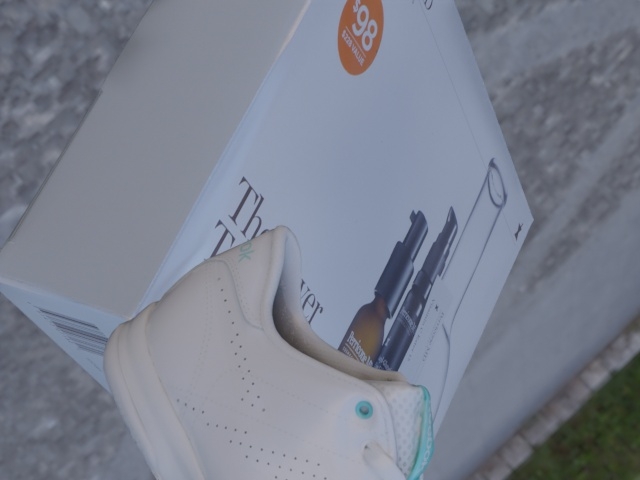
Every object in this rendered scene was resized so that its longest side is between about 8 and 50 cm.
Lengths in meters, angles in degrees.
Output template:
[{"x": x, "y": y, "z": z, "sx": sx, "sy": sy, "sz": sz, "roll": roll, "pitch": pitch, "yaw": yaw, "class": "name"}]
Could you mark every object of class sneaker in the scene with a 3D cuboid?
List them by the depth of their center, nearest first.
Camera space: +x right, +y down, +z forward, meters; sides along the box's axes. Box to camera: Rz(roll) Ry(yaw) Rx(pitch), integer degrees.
[{"x": 0.009, "y": 0.090, "z": 0.457, "sx": 0.094, "sy": 0.212, "sz": 0.080, "roll": -40, "pitch": 159, "yaw": 17, "class": "sneaker"}]

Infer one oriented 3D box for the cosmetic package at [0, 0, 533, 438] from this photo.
[{"x": 0.000, "y": 0.000, "z": 0.810, "sx": 0.284, "sy": 0.097, "sz": 0.377, "roll": -65, "pitch": 151, "yaw": -21, "class": "cosmetic package"}]
